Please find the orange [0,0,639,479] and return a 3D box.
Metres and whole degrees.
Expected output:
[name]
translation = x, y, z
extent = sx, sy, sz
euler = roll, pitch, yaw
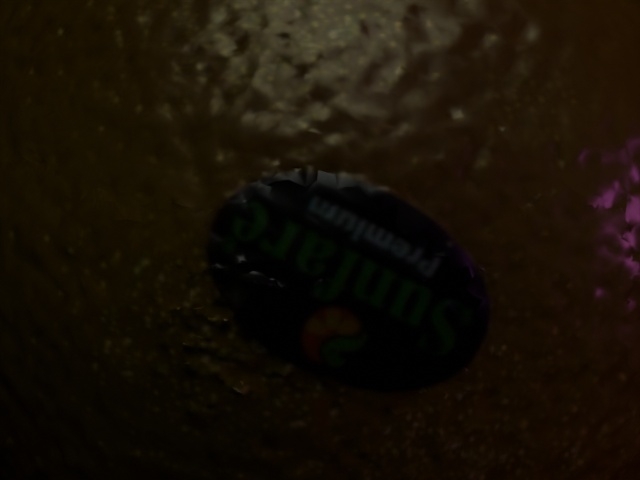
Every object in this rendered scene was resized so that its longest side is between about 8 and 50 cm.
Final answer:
[orange]
translation = 0.000, 0.000, 0.517
extent = 0.236, 0.236, 0.236
euler = 0, 34, 0
